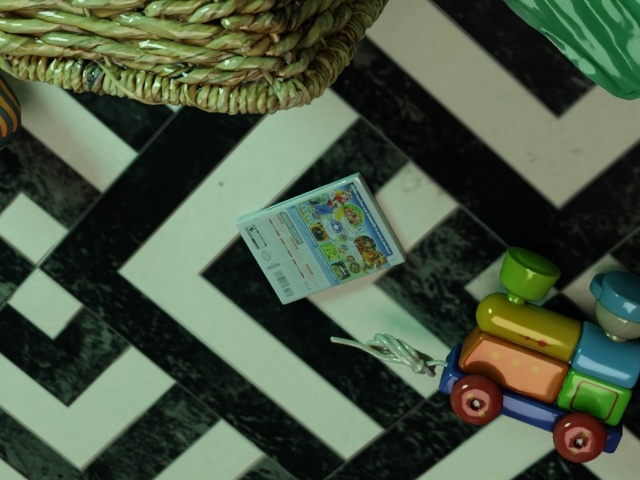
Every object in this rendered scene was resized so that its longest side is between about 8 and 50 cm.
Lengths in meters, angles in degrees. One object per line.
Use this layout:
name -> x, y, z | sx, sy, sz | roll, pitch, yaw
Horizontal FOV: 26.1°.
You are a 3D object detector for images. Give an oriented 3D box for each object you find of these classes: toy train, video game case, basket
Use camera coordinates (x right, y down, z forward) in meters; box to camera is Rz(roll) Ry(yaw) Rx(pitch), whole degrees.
toy train -> 0.144, 0.067, 1.120 | 0.248, 0.105, 0.143 | 20, 112, 4
video game case -> 0.000, 0.000, 1.168 | 0.122, 0.011, 0.087 | -20, 111, 25
basket -> -0.102, -0.192, 0.913 | 0.214, 0.299, 0.223 | -22, 111, 26

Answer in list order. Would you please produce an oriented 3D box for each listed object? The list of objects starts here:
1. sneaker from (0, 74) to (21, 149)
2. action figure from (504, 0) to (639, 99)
sneaker -> -0.338, -0.216, 1.071 | 0.321, 0.124, 0.180 | 41, 122, -10
action figure -> 0.191, -0.179, 0.979 | 0.232, 0.063, 0.137 | 45, 119, -8
